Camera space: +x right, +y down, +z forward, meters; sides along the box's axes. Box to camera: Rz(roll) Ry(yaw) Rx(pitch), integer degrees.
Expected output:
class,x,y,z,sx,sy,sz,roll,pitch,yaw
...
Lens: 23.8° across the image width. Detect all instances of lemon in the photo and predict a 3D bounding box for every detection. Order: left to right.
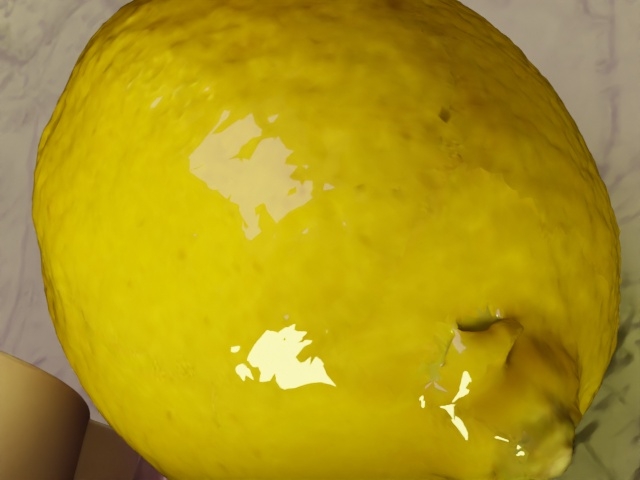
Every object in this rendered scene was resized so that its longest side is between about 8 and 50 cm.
class,x,y,z,sx,sy,sz,roll,pitch,yaw
lemon,0.000,0.000,0.513,0.188,0.188,0.257,-46,49,4

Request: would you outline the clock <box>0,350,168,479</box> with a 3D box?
class,x,y,z,sx,sy,sz,roll,pitch,yaw
clock,-0.235,0.067,0.591,0.290,0.275,0.080,-2,66,40
